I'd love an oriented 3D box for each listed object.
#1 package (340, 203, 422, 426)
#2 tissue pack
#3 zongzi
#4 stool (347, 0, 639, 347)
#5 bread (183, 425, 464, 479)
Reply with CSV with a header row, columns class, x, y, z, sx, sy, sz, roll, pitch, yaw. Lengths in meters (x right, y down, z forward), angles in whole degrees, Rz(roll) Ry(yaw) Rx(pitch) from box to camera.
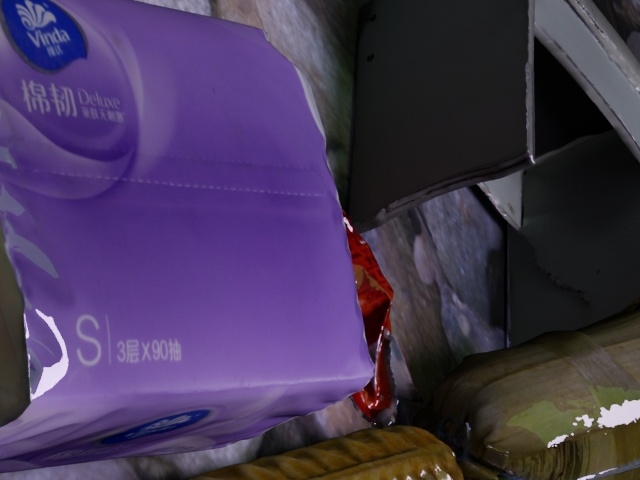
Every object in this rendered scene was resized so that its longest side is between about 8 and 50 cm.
class,x,y,z,sx,sy,sz,roll,pitch,yaw
package,0.000,0.000,1.353,0.194,0.071,0.269,9,60,-84
tissue pack,-0.125,-0.007,1.044,0.338,0.160,0.242,1,69,-59
zongzi,0.166,0.188,1.479,0.251,0.274,0.125,-12,45,-31
stool,0.162,-0.065,1.577,0.243,0.170,0.269,44,36,-35
bread,-0.009,0.172,1.206,0.367,0.084,0.077,-6,114,-60
